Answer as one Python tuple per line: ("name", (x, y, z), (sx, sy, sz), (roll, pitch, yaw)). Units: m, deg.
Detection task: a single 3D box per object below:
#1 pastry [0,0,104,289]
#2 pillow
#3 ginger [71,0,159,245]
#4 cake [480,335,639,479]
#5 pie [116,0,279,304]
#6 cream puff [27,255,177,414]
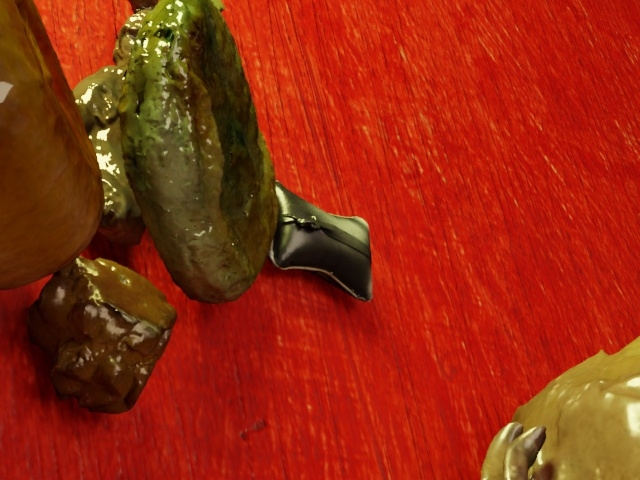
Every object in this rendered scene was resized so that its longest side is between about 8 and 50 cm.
("pastry", (-0.263, -0.124, 0.921), (0.356, 0.164, 0.356), (156, -90, -82))
("pillow", (-0.002, 0.001, 1.315), (0.135, 0.055, 0.091), (24, 25, -39))
("ginger", (-0.169, -0.108, 1.202), (0.290, 0.084, 0.122), (-80, 157, -46))
("cake", (0.294, 0.275, 1.274), (0.321, 0.332, 0.332), (-29, 83, -17))
("pie", (-0.091, -0.083, 1.165), (0.277, 0.078, 0.277), (-4, 90, -76))
("cream puff", (-0.166, 0.073, 1.035), (0.116, 0.094, 0.122), (9, 31, -49))
